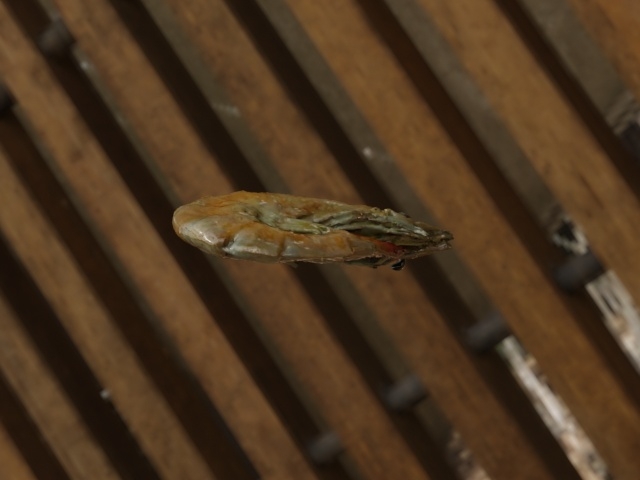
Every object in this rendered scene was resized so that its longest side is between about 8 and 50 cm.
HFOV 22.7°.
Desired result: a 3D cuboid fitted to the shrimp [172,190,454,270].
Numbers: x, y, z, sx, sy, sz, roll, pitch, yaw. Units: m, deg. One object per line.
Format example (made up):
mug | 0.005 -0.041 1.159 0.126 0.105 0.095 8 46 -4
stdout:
shrimp | 0.000 0.000 0.959 0.190 0.042 0.101 3 17 -32
